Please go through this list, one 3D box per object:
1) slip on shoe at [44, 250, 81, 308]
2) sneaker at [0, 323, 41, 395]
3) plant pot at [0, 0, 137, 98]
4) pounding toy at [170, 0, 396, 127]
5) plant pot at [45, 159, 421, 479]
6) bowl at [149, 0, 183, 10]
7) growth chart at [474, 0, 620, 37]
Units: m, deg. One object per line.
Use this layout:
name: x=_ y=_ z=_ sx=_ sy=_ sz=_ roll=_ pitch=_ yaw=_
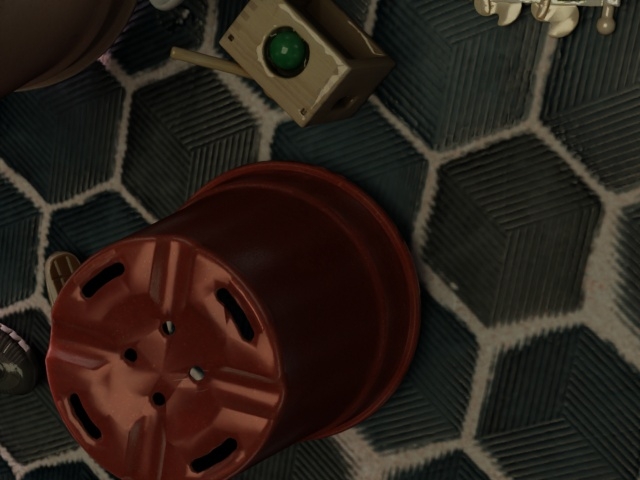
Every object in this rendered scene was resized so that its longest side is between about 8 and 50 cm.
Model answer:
slip on shoe: x=-0.264 y=0.076 z=1.294 sx=0.041 sy=0.051 sz=0.135 roll=7 pitch=117 yaw=64
sneaker: x=-0.419 y=0.116 z=1.334 sx=0.234 sy=0.106 sz=0.078 roll=26 pitch=110 yaw=18
plant pot: x=-0.346 y=-0.235 z=1.062 sx=0.333 sy=0.305 sz=0.334 roll=2 pitch=118 yaw=4
pounding toy: x=-0.031 y=-0.163 z=1.084 sx=0.130 sy=0.141 sz=0.100 roll=46 pitch=115 yaw=11
plant pot: x=-0.078 y=0.078 z=1.034 sx=0.272 sy=0.265 sz=0.272 roll=3 pitch=99 yaw=19
bowl: x=-0.063 y=-0.338 z=1.037 sx=0.134 sy=0.298 sz=0.298 roll=3 pitch=105 yaw=-21
growth chart: x=0.156 y=-0.274 z=1.044 sx=0.237 sy=0.021 sz=0.172 roll=20 pitch=108 yaw=20
